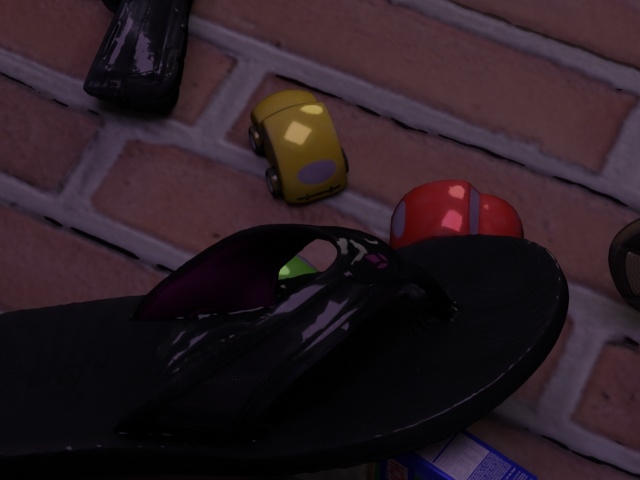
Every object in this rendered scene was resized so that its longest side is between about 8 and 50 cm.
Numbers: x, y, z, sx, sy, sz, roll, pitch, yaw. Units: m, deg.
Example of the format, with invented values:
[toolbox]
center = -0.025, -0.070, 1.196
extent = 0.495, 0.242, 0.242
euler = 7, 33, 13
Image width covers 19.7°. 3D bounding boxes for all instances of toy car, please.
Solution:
[toy car]
center = 0.000, 0.000, 1.323
extent = 0.239, 0.053, 0.225
euler = 31, 63, 20

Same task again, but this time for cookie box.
[cookie box]
center = 0.083, 0.160, 1.193
extent = 0.107, 0.092, 0.040
euler = 32, 59, 22

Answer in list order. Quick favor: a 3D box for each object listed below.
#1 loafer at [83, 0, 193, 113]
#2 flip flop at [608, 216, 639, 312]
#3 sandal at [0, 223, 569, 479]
[loafer]
center = -0.136, -0.201, 1.446
extent = 0.078, 0.076, 0.223
euler = 9, 61, -1
[flip flop]
center = 0.324, -0.025, 1.308
extent = 0.277, 0.112, 0.080
euler = -26, 34, -12
[sandal]
center = -0.064, 0.068, 1.184
extent = 0.446, 0.107, 0.167
euler = -11, 44, 11
